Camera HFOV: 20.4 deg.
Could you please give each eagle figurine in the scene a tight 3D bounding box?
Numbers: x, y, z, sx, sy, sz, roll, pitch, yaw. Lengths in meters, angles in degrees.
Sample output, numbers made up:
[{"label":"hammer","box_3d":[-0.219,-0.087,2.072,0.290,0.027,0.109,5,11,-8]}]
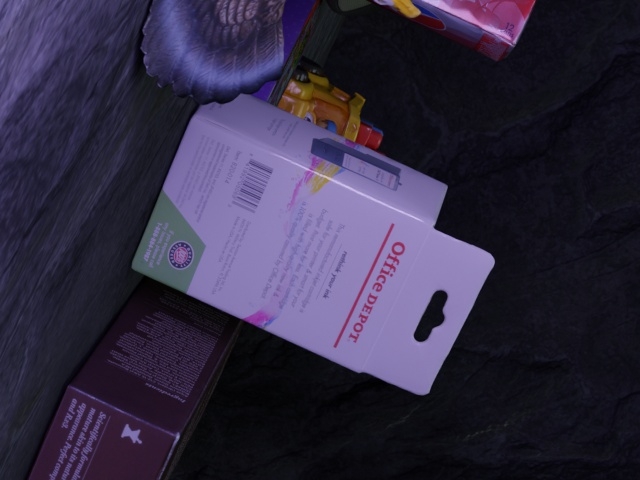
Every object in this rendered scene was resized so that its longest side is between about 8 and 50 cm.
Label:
[{"label":"eagle figurine","box_3d":[-0.014,-0.238,1.290,0.226,0.225,0.298,-13,180,-37]}]

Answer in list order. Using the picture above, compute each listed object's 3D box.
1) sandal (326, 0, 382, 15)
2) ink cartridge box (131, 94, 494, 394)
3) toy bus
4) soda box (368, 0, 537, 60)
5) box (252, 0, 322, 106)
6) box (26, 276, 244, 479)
[{"label":"sandal","box_3d":[0.113,-0.384,2.139,0.303,0.086,0.120,-46,164,-8]},{"label":"ink cartridge box","box_3d":[0.000,0.000,1.934,0.119,0.353,0.207,-64,179,-64]},{"label":"toy bus","box_3d":[-0.004,-0.155,2.478,0.149,0.211,0.220,-64,178,12]},{"label":"soda box","box_3d":[0.068,-0.258,1.581,0.083,0.263,0.092,121,-5,-83]},{"label":"box","box_3d":[-0.078,-0.180,2.129,0.201,0.057,0.293,115,-1,-70]},{"label":"box","box_3d":[-0.212,0.197,2.040,0.381,0.143,0.191,-69,-176,-71]}]
